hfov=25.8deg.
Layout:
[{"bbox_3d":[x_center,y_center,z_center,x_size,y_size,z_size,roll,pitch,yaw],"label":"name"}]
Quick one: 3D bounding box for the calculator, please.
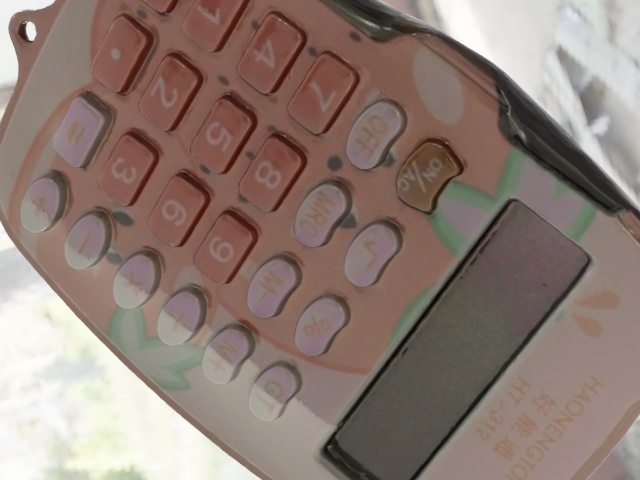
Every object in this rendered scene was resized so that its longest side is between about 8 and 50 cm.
[{"bbox_3d":[0.000,0.000,0.590,0.329,0.048,0.220,38,121,5],"label":"calculator"}]
